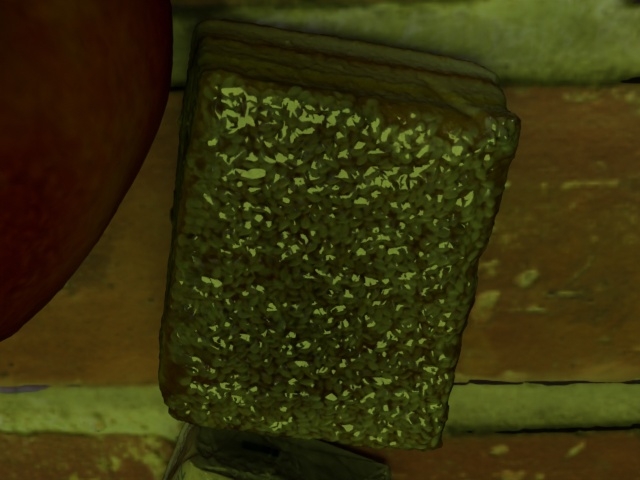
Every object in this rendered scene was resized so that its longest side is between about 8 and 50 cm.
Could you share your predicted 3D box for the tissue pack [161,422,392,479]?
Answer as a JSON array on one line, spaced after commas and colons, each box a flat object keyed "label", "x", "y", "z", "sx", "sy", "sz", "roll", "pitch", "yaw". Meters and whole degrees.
[{"label": "tissue pack", "x": -0.053, "y": 0.225, "z": 0.889, "sx": 0.148, "sy": 0.092, "sz": 0.196, "roll": 20, "pitch": 115, "yaw": -9}]

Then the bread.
[{"label": "bread", "x": 0.000, "y": 0.000, "z": 0.774, "sx": 0.184, "sy": 0.110, "sz": 0.234, "roll": 8, "pitch": 118, "yaw": -6}]

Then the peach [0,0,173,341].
[{"label": "peach", "x": -0.244, "y": -0.079, "z": 0.623, "sx": 0.370, "sy": 0.370, "sz": 0.369, "roll": 0, "pitch": 116, "yaw": 1}]
